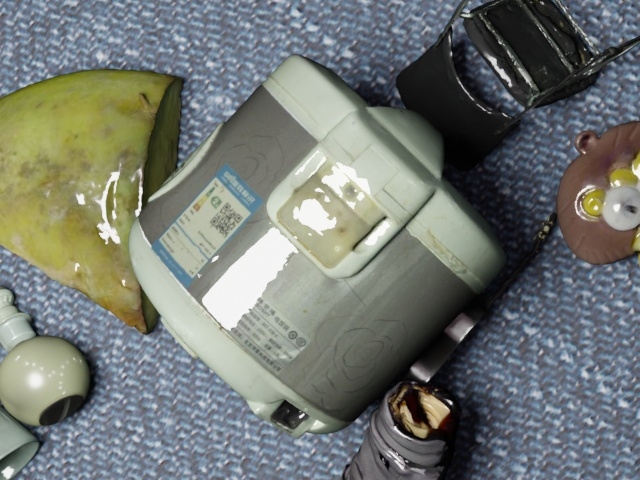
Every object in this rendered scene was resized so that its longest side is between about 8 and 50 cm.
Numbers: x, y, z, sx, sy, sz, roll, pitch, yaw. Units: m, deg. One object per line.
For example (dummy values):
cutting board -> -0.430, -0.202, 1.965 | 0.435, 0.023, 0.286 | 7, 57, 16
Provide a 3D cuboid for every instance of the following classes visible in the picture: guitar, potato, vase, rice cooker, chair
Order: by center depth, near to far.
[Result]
rice cooker -> 0.001, -0.003, 0.973 | 0.288, 0.288, 0.277 | 45, 96, 9
chair -> 0.194, -0.182, 1.053 | 0.145, 0.221, 0.140 | -28, 79, -38
guitar -> 0.152, 0.061, 1.058 | 0.025, 0.088, 0.233 | 39, 83, 8
potato -> -0.282, -0.050, 1.109 | 0.255, 0.112, 0.270 | 4, 85, 9
vase -> -0.391, 0.154, 1.118 | 0.096, 0.096, 0.219 | -44, 78, 3

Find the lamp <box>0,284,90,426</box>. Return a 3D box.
lamp -> -0.299, 0.109, 1.117 | 0.091, 0.091, 0.163 | -38, 65, 4

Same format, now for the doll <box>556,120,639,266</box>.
doll -> 0.310, -0.031, 1.029 | 0.188, 0.096, 0.145 | 26, 97, -1

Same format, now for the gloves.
gloves -> 0.053, 0.261, 1.020 | 0.142, 0.119, 0.286 | 50, 118, 39
